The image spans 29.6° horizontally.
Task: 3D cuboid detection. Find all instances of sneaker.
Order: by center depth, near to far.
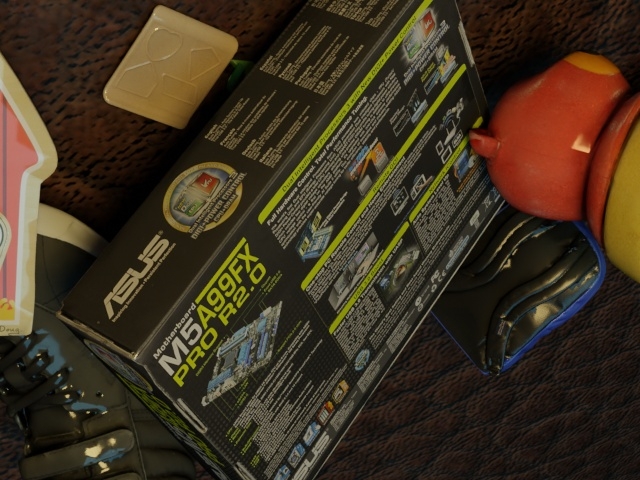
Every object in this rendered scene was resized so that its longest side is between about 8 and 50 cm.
[{"bbox_3d":[-0.154,0.080,0.682,0.105,0.147,0.296,-18,149,25],"label":"sneaker"}]

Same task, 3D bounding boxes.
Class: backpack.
[{"bbox_3d":[0.144,0.024,0.883,0.120,0.098,0.101,-44,169,15],"label":"backpack"}]

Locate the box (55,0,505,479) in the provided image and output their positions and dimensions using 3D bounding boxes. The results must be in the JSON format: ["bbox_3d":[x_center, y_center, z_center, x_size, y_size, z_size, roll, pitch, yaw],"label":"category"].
[{"bbox_3d":[0.000,0.000,0.693,0.270,0.060,0.216,-54,145,-17],"label":"box"}]

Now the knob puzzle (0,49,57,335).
[{"bbox_3d":[-0.219,-0.039,0.559,0.213,0.030,0.213,-4,112,-11],"label":"knob puzzle"}]

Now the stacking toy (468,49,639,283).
[{"bbox_3d":[0.233,-0.118,0.783,0.309,0.130,0.279,6,104,-58],"label":"stacking toy"}]

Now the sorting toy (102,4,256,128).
[{"bbox_3d":[-0.073,-0.092,0.673,0.083,0.012,0.062,17,117,-40],"label":"sorting toy"}]
